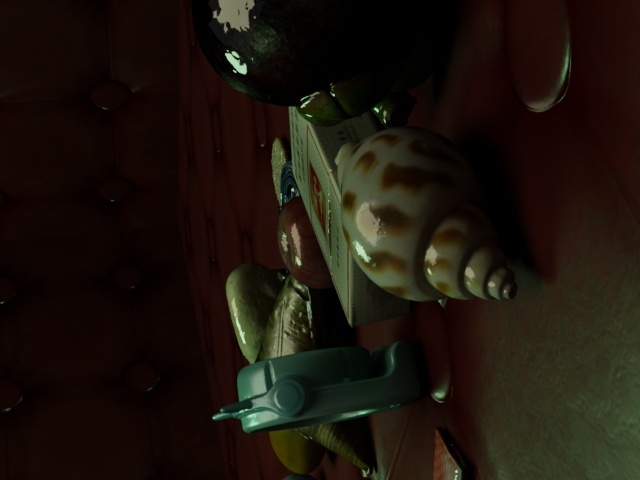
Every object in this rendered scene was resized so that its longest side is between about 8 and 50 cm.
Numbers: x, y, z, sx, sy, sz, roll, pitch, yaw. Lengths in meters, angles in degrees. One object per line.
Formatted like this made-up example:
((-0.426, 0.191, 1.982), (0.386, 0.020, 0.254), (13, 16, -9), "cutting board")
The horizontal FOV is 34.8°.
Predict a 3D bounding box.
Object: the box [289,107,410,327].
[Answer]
((0.037, -0.074, 1.420), (0.210, 0.095, 0.330), (88, 165, -46), "box")

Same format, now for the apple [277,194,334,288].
((0.000, 0.000, 1.607), (0.153, 0.120, 0.153), (168, 90, -74), "apple")

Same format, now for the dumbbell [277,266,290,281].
((-0.044, 0.120, 1.902), (0.110, 0.110, 0.254), (-133, 46, -69), "dumbbell")

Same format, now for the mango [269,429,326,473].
((-0.037, 0.326, 1.915), (0.138, 0.113, 0.253), (-119, 29, -50), "mango")

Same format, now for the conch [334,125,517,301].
((0.108, -0.025, 1.075), (0.149, 0.183, 0.274), (-44, 53, 33), "conch")

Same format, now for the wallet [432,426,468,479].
((0.162, 0.346, 1.292), (0.103, 0.020, 0.196), (-129, 35, -65), "wallet")

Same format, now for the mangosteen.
((0.006, -0.277, 1.172), (0.300, 0.300, 0.300), (174, 90, -77), "mangosteen")

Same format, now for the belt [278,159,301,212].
((-0.022, -0.060, 1.747), (0.190, 0.082, 0.141), (100, 154, -53), "belt")

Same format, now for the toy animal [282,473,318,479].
((-0.080, 0.592, 1.996), (0.229, 0.210, 0.221), (-53, 9, 18), "toy animal")

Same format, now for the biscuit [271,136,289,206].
((-0.078, -0.135, 2.081), (0.152, 0.020, 0.152), (172, 90, -77), "biscuit")

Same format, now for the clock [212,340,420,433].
((-0.011, 0.205, 1.410), (0.223, 0.274, 0.094), (130, 133, -69), "clock")

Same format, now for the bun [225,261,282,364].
((-0.101, 0.143, 2.060), (0.231, 0.133, 0.231), (-15, -90, -80), "bun")

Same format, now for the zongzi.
((0.017, 0.212, 1.693), (0.288, 0.134, 0.285), (33, 116, 38), "zongzi")
